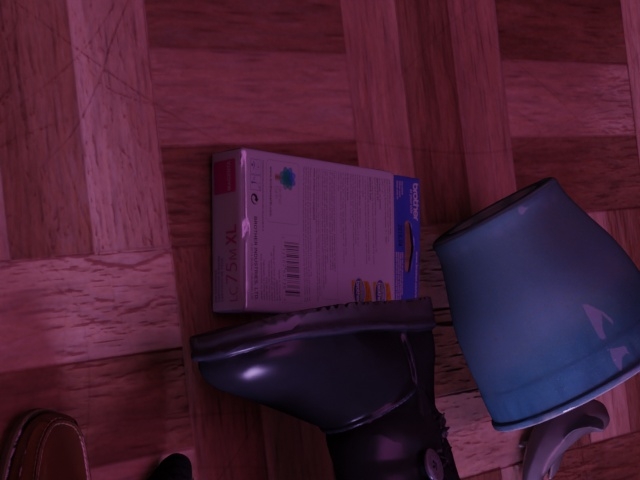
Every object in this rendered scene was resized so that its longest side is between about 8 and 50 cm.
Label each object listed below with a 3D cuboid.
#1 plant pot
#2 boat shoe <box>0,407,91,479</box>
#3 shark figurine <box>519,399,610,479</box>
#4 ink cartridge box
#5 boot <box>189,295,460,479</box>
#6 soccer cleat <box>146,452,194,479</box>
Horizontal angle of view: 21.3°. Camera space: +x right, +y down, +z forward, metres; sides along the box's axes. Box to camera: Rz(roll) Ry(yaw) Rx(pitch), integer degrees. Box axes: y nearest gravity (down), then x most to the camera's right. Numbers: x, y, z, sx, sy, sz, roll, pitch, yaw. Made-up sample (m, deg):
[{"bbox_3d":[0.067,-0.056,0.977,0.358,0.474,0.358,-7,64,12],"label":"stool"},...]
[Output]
[{"bbox_3d":[0.283,0.067,2.186,0.271,0.271,0.255,-31,94,-46],"label":"plant pot"},{"bbox_3d":[-0.250,0.317,1.659,0.110,0.104,0.307,9,78,-47],"label":"boat shoe"},{"bbox_3d":[0.333,0.286,2.308,0.166,0.116,0.278,54,47,-26],"label":"shark figurine"},{"bbox_3d":[0.000,0.000,2.016,0.311,0.065,0.186,5,82,-45],"label":"ink cartridge box"},{"bbox_3d":[0.042,0.294,1.847,0.367,0.146,0.445,-4,82,-47],"label":"boot"},{"bbox_3d":[-0.189,0.290,1.767,0.072,0.060,0.179,46,56,-32],"label":"soccer cleat"}]
